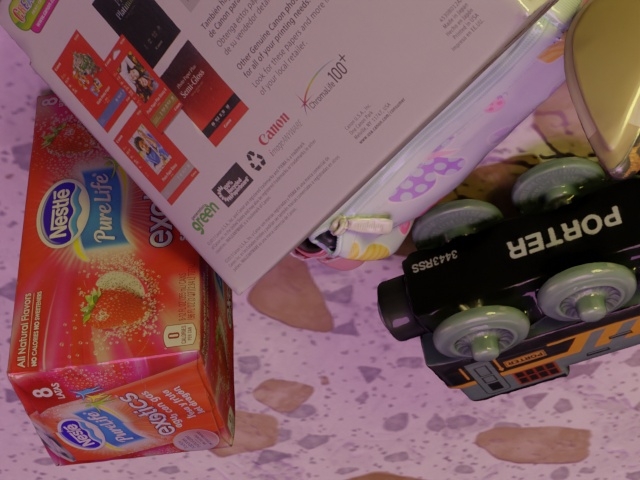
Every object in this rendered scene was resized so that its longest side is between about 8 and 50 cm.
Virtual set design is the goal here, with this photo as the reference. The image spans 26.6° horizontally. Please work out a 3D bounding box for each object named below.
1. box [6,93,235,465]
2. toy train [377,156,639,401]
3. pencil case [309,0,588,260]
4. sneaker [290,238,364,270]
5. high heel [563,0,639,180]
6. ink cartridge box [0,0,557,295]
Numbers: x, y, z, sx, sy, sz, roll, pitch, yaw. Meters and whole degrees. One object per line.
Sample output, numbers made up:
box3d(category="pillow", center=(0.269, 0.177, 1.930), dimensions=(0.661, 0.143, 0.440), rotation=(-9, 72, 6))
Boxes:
box3d(category="box", center=(-0.133, 0.016, 0.954), dimensions=(0.128, 0.256, 0.122), rotation=(-7, 140, 4))
box3d(category="toy train", center=(0.217, 0.024, 1.092), dimensions=(0.334, 0.142, 0.190), rotation=(-20, 148, 16))
box3d(category="pencil case", center=(0.082, -0.098, 0.941), dimensions=(0.113, 0.124, 0.273), rotation=(46, 125, 2))
box3d(category="sneaker", center=(0.000, 0.000, 1.087), dimensions=(0.051, 0.070, 0.134), rotation=(-20, 137, 15))
box3d(category="high heel", center=(0.241, -0.109, 0.842), dimensions=(0.093, 0.261, 0.186), rotation=(-12, 139, 41))
box3d(category="ink cartridge box", center=(-0.033, -0.163, 0.783), dimensions=(0.272, 0.130, 0.309), rotation=(48, 137, 0))
